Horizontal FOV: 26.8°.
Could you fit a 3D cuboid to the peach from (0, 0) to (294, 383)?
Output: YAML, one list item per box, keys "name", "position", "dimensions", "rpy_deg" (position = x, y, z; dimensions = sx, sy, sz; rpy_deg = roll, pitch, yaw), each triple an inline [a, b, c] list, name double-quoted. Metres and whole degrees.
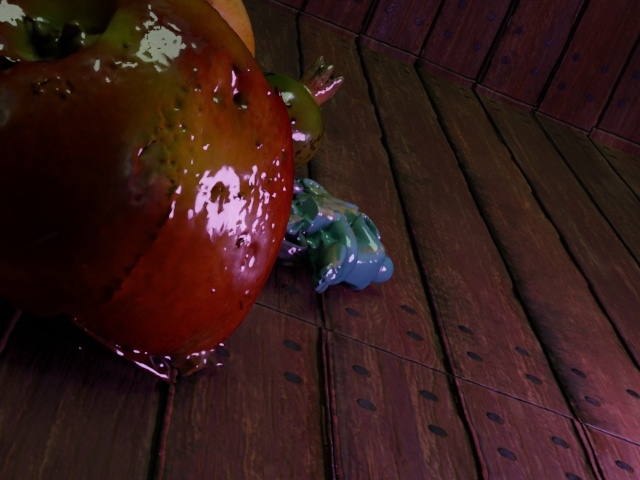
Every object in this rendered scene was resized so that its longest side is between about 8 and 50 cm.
- name: "peach"
  position: [-0.191, -0.060, 1.293]
  dimensions: [0.353, 0.416, 0.339]
  rpy_deg: [-21, 46, -13]

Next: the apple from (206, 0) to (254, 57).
- name: "apple"
  position: [-0.255, -0.276, 1.892]
  dimensions: [0.299, 0.299, 0.275]
  rpy_deg: [11, -9, -36]

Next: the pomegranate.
- name: "pomegranate"
  position: [-0.054, -0.194, 2.046]
  dimensions: [0.159, 0.205, 0.159]
  rpy_deg: [46, -6, 6]

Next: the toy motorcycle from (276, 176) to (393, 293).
- name: "toy motorcycle"
  position: [0.000, 0.000, 1.721]
  dimensions: [0.198, 0.109, 0.296]
  rpy_deg: [36, 17, 5]
